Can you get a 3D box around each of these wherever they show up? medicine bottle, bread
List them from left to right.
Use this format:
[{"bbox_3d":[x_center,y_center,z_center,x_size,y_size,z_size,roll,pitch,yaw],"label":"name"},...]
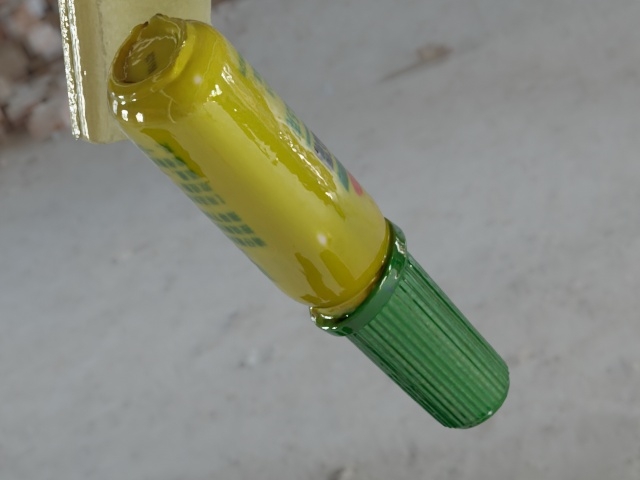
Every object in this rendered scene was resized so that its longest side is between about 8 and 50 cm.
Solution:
[{"bbox_3d":[-0.139,-0.171,1.472,0.060,0.178,0.139,13,23,42],"label":"bread"},{"bbox_3d":[0.000,0.000,1.093,0.076,0.309,0.111,-44,28,-2],"label":"medicine bottle"}]
